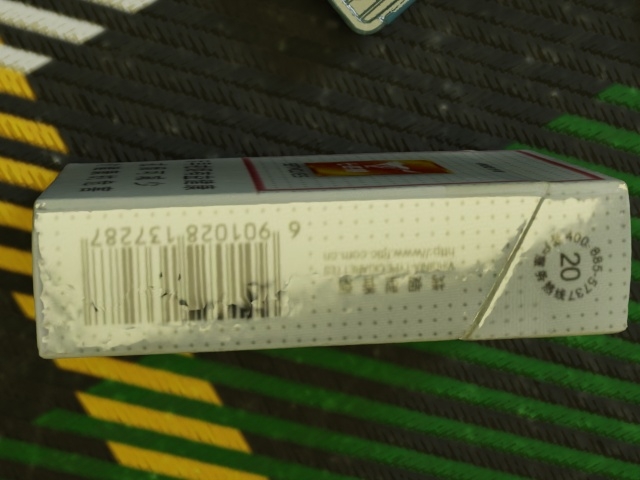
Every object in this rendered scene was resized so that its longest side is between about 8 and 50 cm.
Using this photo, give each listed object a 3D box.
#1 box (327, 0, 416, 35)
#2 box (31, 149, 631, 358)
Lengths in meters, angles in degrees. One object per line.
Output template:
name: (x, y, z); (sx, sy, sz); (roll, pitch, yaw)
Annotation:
box: (0.023, -0.191, 0.839); (0.074, 0.054, 0.099); (-40, 101, 3)
box: (0.000, 0.000, 0.788); (0.330, 0.210, 0.095); (-3, 100, -6)
